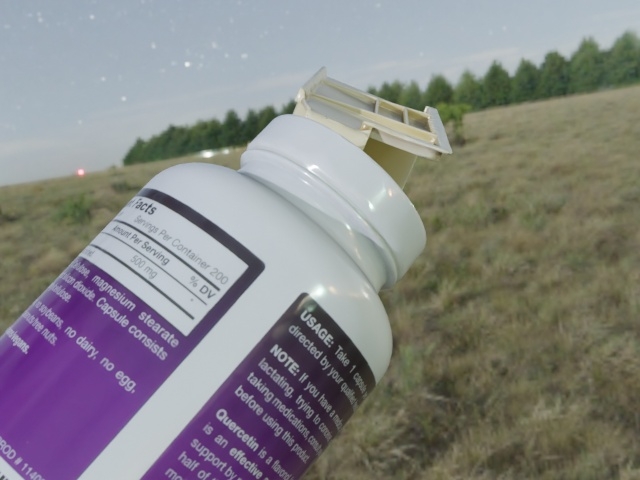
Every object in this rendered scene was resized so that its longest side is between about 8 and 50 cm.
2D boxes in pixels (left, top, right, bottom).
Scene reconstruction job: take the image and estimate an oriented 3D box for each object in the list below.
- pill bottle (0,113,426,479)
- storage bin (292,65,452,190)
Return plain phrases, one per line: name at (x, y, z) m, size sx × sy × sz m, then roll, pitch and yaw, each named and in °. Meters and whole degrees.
pill bottle at (-0.084, 0.084, 0.488) m, size 0.323 × 0.181 × 0.181 m, roll -49°, pitch 20°, yaw -16°
storage bin at (0.000, 0.000, 0.741) m, size 0.123 × 0.262 × 0.260 m, roll 23°, pitch 16°, yaw -2°
